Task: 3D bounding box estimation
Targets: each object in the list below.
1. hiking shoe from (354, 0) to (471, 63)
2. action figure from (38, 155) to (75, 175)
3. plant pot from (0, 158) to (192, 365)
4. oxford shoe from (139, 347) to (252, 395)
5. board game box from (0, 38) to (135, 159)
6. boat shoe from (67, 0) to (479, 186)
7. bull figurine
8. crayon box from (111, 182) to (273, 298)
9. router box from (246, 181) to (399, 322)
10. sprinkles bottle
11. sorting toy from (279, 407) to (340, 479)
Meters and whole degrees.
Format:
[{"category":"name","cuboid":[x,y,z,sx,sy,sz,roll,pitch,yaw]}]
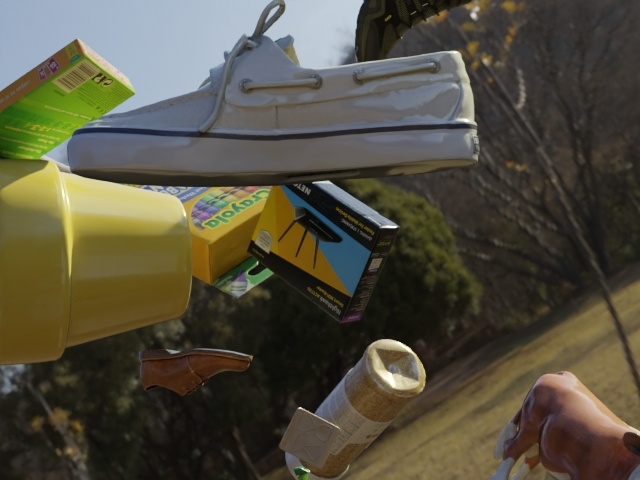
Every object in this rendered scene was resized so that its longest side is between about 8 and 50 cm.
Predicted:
[{"category":"hiking shoe","cuboid":[0.120,-0.291,1.172,0.227,0.114,0.086,-66,-6,16]},{"category":"action figure","cuboid":[-0.499,-0.037,1.534,0.341,0.179,0.330,-35,-8,-9]},{"category":"plant pot","cuboid":[-0.298,0.023,1.254,0.238,0.254,0.254,-2,-17,-22]},{"category":"oxford shoe","cuboid":[-0.199,0.211,1.595,0.212,0.076,0.076,-9,-15,30]},{"category":"board game box","cuboid":[-0.371,-0.147,1.245,0.259,0.039,0.124,-34,-22,8]},{"category":"boat shoe","cuboid":[-0.043,-0.133,0.888,0.366,0.157,0.136,-4,-4,0]},{"category":"bull figurine","cuboid":[0.294,0.258,1.095,0.188,0.101,0.310,-54,17,7]},{"category":"crayon box","cuboid":[-0.186,-0.043,1.606,0.203,0.322,0.083,-34,-43,-41]},{"category":"router box","cuboid":[0.000,0.000,1.234,0.046,0.179,0.133,-2,-60,-50]},{"category":"sprinkles bottle","cuboid":[0.056,0.321,1.796,0.121,0.121,0.355,-29,-19,-44]},{"category":"sorting toy","cuboid":[-0.020,0.260,1.242,0.083,0.062,0.012,-62,0,-16]}]
